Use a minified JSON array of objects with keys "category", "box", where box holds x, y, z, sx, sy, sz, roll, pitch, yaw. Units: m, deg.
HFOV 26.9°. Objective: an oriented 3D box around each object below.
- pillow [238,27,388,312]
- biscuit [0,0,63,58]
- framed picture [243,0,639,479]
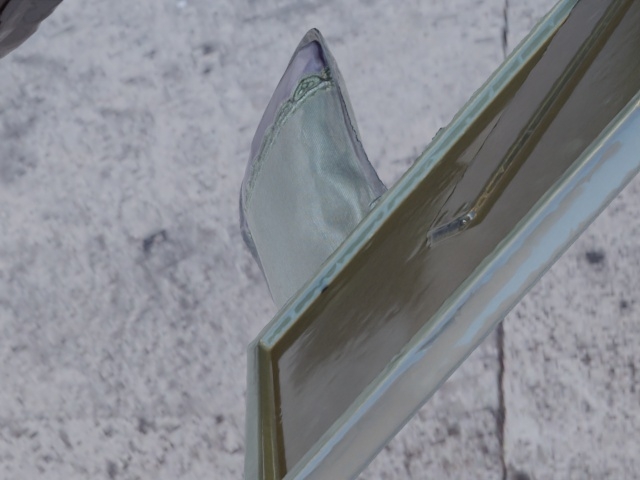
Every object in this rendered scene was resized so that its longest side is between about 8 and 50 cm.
[{"category":"pillow","box":[0.000,0.000,0.666,0.038,0.131,0.233,10,38,-26]},{"category":"biscuit","box":[-0.164,-0.275,0.655,0.407,0.091,0.408,-22,62,50]},{"category":"framed picture","box":[0.059,-0.025,0.437,0.250,0.016,0.184,-48,10,6]}]
